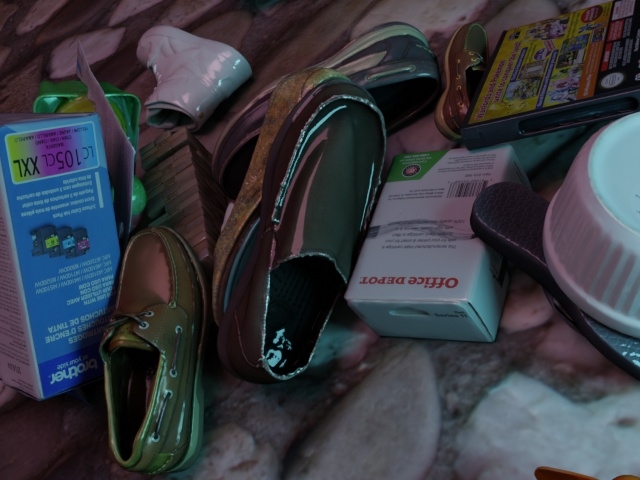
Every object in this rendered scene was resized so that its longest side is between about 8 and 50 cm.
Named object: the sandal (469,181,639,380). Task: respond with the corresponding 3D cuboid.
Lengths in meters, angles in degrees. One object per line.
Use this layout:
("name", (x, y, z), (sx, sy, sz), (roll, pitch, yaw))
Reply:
("sandal", (0.252, 0.037, 0.794), (0.097, 0.054, 0.254), (-30, 58, -19))

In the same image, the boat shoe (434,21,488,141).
("boat shoe", (0.196, -0.211, 1.056), (0.060, 0.064, 0.178), (-23, 46, 52))

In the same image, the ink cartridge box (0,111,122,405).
("ink cartridge box", (-0.389, 0.036, 1.071), (0.270, 0.395, 0.151), (9, 18, 43))

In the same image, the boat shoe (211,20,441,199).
("boat shoe", (0.005, -0.163, 1.117), (0.355, 0.132, 0.130), (-35, 42, 8))

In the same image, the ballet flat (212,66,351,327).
("ballet flat", (-0.061, -0.055, 1.032), (0.123, 0.123, 0.348), (31, 100, 47))

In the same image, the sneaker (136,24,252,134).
("sneaker", (-0.271, -0.278, 1.435), (0.293, 0.108, 0.169), (21, 67, 44))

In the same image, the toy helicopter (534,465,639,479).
("toy helicopter", (0.259, 0.273, 0.591), (0.355, 0.140, 0.235), (-1, 45, 23))

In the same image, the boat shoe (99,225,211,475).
("boat shoe", (-0.199, 0.118, 0.969), (0.111, 0.104, 0.307), (-18, 69, 23))

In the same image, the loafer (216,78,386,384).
("loafer", (0.000, 0.000, 0.918), (0.130, 0.134, 0.365), (20, 94, 64))

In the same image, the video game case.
("video game case", (0.308, -0.206, 0.939), (0.248, 0.035, 0.275), (-9, 32, 30))

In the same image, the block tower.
("block tower", (-0.188, -0.033, 1.176), (0.091, 0.097, 0.335), (-32, 44, 11))

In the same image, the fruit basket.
("fruit basket", (-0.319, -0.078, 1.204), (0.166, 0.327, 0.353), (-9, 38, -31))

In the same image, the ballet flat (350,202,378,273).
("ballet flat", (0.032, 0.020, 1.017), (0.173, 0.049, 0.057), (-40, 64, 9))

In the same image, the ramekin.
("ramekin", (0.312, -0.023, 0.729), (0.207, 0.109, 0.207), (-2, 54, 2))

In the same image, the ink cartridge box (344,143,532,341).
("ink cartridge box", (0.134, 0.003, 0.912), (0.153, 0.087, 0.208), (0, 54, 35))
